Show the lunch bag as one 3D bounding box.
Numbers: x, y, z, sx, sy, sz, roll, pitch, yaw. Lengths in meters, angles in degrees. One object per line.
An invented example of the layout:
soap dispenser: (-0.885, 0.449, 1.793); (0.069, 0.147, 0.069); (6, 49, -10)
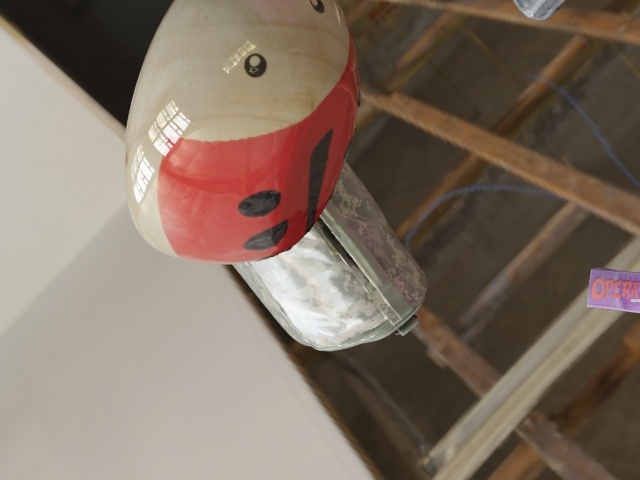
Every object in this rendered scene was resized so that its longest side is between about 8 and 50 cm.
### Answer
lunch bag: (0.000, 0.000, 1.674); (0.212, 0.305, 0.256); (-40, -169, -16)

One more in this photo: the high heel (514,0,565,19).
high heel: (0.096, -0.269, 0.785); (0.093, 0.261, 0.186); (-44, 179, -7)

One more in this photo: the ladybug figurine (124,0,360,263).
ladybug figurine: (-0.067, -0.115, 1.249); (0.305, 0.162, 0.449); (-52, 166, -23)

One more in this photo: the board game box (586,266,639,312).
board game box: (0.438, 0.065, 1.124); (0.347, 0.208, 0.056); (-176, -91, -67)
